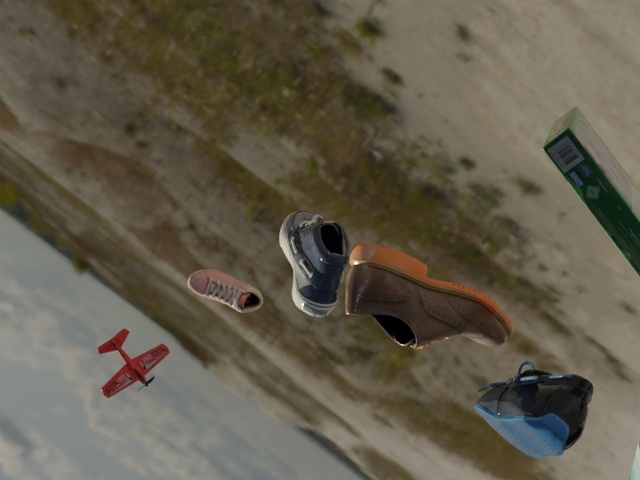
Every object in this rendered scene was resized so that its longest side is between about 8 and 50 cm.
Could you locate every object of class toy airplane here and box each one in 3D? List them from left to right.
[{"bbox_3d":[-0.368,0.229,2.074,0.151,0.151,0.028,43,178,-38],"label":"toy airplane"}]

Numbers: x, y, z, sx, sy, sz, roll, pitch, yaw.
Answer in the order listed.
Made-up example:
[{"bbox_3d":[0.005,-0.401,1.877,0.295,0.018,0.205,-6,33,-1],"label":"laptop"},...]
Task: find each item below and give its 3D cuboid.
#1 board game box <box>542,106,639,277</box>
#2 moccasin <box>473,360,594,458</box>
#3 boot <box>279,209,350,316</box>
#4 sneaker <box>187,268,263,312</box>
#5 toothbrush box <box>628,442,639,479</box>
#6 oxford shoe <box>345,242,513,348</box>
[{"bbox_3d":[0.413,-0.027,1.451,0.317,0.046,0.213,53,-160,-2],"label":"board game box"},{"bbox_3d":[0.338,0.260,1.662,0.137,0.117,0.342,42,170,-5],"label":"moccasin"},{"bbox_3d":[0.000,0.000,1.273,0.069,0.086,0.190,11,-148,-18],"label":"boot"},{"bbox_3d":[-0.159,0.087,1.875,0.134,0.051,0.070,18,-175,-18],"label":"sneaker"},{"bbox_3d":[0.720,0.555,2.245,0.126,0.216,0.295,-7,151,9],"label":"toothbrush box"},{"bbox_3d":[0.177,0.126,1.830,0.363,0.133,0.130,25,164,-31],"label":"oxford shoe"}]
